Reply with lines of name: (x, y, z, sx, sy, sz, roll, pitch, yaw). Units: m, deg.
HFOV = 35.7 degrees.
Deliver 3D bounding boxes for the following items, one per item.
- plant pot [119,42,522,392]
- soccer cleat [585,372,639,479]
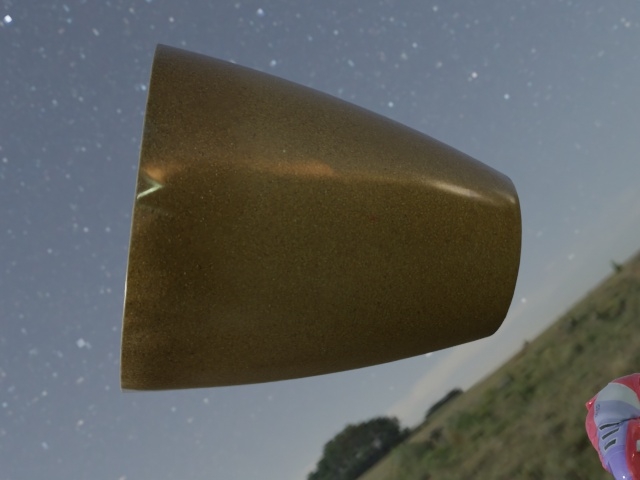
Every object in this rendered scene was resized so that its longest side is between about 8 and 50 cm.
plant pot: (0.000, 0.000, 0.695, 0.254, 0.237, 0.237, 7, -25, -8)
soccer cleat: (0.342, 0.226, 1.123, 0.095, 0.083, 0.248, -32, 6, 24)
